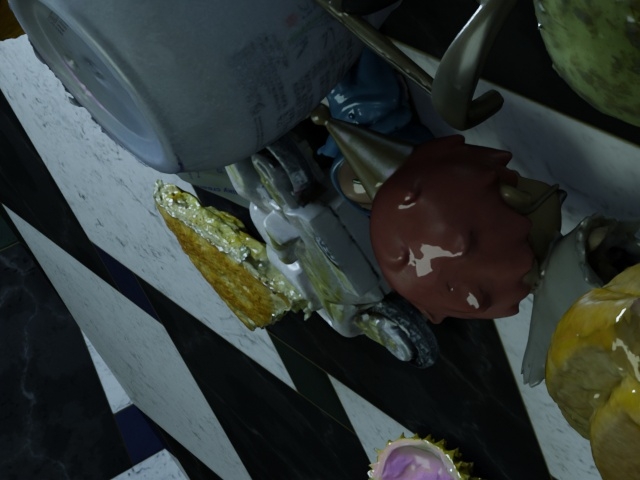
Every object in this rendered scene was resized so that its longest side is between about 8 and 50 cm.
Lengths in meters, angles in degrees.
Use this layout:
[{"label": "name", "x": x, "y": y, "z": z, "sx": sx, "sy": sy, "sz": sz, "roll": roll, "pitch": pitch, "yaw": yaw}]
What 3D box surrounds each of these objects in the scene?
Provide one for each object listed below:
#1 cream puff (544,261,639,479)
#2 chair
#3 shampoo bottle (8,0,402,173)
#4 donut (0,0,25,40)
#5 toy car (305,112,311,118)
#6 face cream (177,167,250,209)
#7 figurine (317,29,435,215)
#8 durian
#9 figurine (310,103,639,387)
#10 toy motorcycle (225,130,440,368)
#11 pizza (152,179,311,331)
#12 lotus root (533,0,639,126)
[{"label": "cream puff", "x": 0.325, "y": 0.106, "z": 0.965, "sx": 0.343, "sy": 0.231, "sz": 0.327, "roll": 30, "pitch": 159, "yaw": 32}, {"label": "chair", "x": 0.066, "y": -0.223, "z": 1.022, "sx": 0.272, "sy": 0.166, "sz": 0.188, "roll": 50, "pitch": 163, "yaw": 16}, {"label": "shampoo bottle", "x": -0.091, "y": -0.211, "z": 1.251, "sx": 0.273, "sy": 0.266, "sz": 0.273, "roll": 43, "pitch": 163, "yaw": 17}, {"label": "donut", "x": -0.312, "y": -0.408, "z": 1.404, "sx": 0.435, "sy": 0.163, "sz": 0.377, "roll": 52, "pitch": 141, "yaw": 30}, {"label": "toy car", "x": -0.116, "y": -0.167, "z": 1.589, "sx": 0.257, "sy": 0.101, "sz": 0.124, "roll": 39, "pitch": 122, "yaw": 36}, {"label": "face cream", "x": -0.107, "y": -0.081, "z": 1.899, "sx": 0.224, "sy": 0.070, "sz": 0.114, "roll": 30, "pitch": 155, "yaw": 27}, {"label": "figurine", "x": 0.050, "y": -0.092, "z": 1.398, "sx": 0.144, "sy": 0.114, "sz": 0.178, "roll": -101, "pitch": -9, "yaw": -66}, {"label": "durian", "x": 0.154, "y": 0.342, "z": 2.002, "sx": 0.182, "sy": 0.132, "sz": 0.165, "roll": 37, "pitch": 150, "yaw": 65}, {"label": "figurine", "x": 0.153, "y": 0.006, "z": 1.273, "sx": 0.387, "sy": 0.166, "sz": 0.207, "roll": 33, "pitch": 148, "yaw": 17}, {"label": "toy motorcycle", "x": 0.000, "y": 0.000, "z": 1.723, "sx": 0.340, "sy": 0.108, "sz": 0.223, "roll": 55, "pitch": 164, "yaw": -20}, {"label": "pizza", "x": -0.080, "y": 0.046, "z": 2.065, "sx": 0.288, "sy": 0.075, "sz": 0.280, "roll": 23, "pitch": 152, "yaw": 50}, {"label": "lotus root", "x": 0.196, "y": -0.177, "z": 0.834, "sx": 0.173, "sy": 0.173, "sz": 0.309, "roll": 35, "pitch": 154, "yaw": 39}]
